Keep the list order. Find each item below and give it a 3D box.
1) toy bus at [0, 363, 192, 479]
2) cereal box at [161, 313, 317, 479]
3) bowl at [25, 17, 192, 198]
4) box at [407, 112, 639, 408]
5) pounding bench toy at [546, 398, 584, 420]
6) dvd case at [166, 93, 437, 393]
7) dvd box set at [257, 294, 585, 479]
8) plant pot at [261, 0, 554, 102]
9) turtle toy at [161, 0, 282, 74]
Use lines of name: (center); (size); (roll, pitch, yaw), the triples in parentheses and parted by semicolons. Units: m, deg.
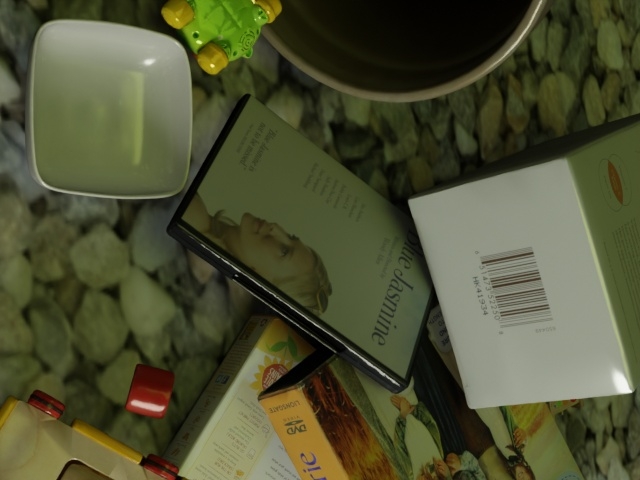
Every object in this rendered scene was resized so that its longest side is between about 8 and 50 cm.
toy bus: (-0.195, 0.190, 0.767); (0.190, 0.104, 0.202); (-13, 80, -18)
cereal box: (-0.056, 0.212, 0.907); (0.173, 0.047, 0.240); (45, 65, -27)
bowl: (-0.178, -0.105, 0.815); (0.142, 0.053, 0.142); (2, 89, -36)
box: (0.268, 0.004, 1.008); (0.345, 0.168, 0.215); (-22, 96, -52)
pounding bench toy: (0.262, 0.157, 1.142); (0.065, 0.052, 0.083); (-17, 99, -36)
dvd case: (0.000, 0.000, 0.890); (0.253, 0.022, 0.180); (37, 46, -15)
dvd box set: (0.144, 0.254, 0.959); (0.307, 0.062, 0.421); (-31, 96, -46)
plant pot: (0.109, -0.323, 0.899); (0.280, 0.323, 0.323); (-41, 114, -47)
turtle toy: (-0.102, -0.210, 0.862); (0.095, 0.066, 0.130); (-47, 115, -18)
